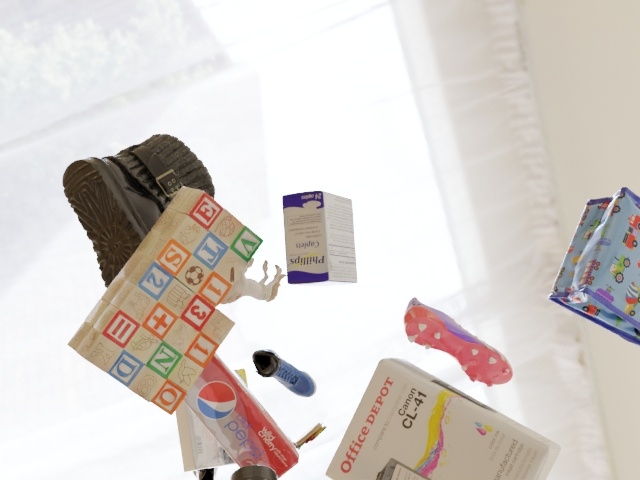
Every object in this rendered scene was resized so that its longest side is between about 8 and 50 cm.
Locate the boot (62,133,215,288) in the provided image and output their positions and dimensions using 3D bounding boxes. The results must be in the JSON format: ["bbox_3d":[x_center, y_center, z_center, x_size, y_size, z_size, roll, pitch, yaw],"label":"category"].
[{"bbox_3d":[-0.282,-0.023,1.735,0.260,0.131,0.348,-24,90,-57],"label":"boot"}]

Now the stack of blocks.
[{"bbox_3d":[-0.216,0.089,1.458,0.171,0.297,0.087,41,-13,-29],"label":"stack of blocks"}]

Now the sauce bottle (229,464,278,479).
[{"bbox_3d":[-0.080,0.465,1.281,0.111,0.111,0.344,78,5,-46],"label":"sauce bottle"}]

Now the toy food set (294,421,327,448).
[{"bbox_3d":[-0.024,0.413,2.035,0.020,0.083,0.082,50,-25,4],"label":"toy food set"}]

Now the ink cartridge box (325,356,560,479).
[{"bbox_3d":[0.195,0.356,1.557,0.306,0.226,0.131,26,1,23],"label":"ink cartridge box"}]

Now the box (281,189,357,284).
[{"bbox_3d":[0.000,0.000,1.475,0.126,0.072,0.137,10,75,-67],"label":"box"}]

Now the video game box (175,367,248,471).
[{"bbox_3d":[-0.222,0.377,2.052,0.048,0.187,0.205,-24,-110,41],"label":"video game box"}]

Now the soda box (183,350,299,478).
[{"bbox_3d":[-0.149,0.291,1.630,0.263,0.092,0.083,52,-2,-10],"label":"soda box"}]

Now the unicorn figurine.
[{"bbox_3d":[-0.147,0.085,1.922,0.111,0.162,0.060,-68,-158,5],"label":"unicorn figurine"}]

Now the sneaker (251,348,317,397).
[{"bbox_3d":[-0.081,0.281,2.040,0.152,0.058,0.084,38,8,19],"label":"sneaker"}]

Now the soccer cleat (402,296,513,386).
[{"bbox_3d":[0.261,0.190,1.815,0.083,0.248,0.095,-50,-160,34],"label":"soccer cleat"}]

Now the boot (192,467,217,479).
[{"bbox_3d":[-0.260,0.470,2.335,0.207,0.090,0.248,-139,-122,-76],"label":"boot"}]

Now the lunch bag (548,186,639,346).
[{"bbox_3d":[0.615,0.074,1.815,0.293,0.221,0.138,29,-15,-11],"label":"lunch bag"}]
